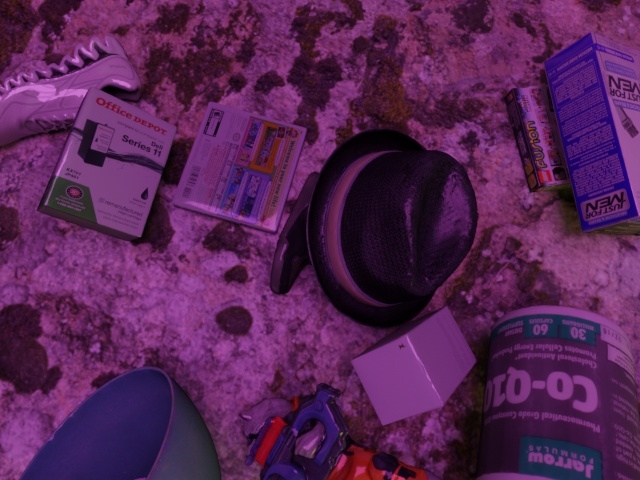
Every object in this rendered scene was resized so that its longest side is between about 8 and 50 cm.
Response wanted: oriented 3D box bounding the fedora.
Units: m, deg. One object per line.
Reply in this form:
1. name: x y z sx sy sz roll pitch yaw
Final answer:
1. fedora: 0.138 -0.025 0.733 0.333 0.152 0.335 3 85 -30

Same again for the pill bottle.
1. pill bottle: 0.324 0.290 0.641 0.204 0.204 0.361 20 54 1

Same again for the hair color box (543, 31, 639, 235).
1. hair color box: 0.537 -0.184 0.847 0.185 0.110 0.340 1 77 -29

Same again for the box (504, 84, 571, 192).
1. box: 0.443 -0.202 0.910 0.113 0.036 0.207 -7 77 -6

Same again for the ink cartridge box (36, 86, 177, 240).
1. ink cartridge box: -0.348 -0.122 0.777 0.152 0.086 0.209 22 73 -32

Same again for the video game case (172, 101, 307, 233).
1. video game case: -0.144 -0.136 0.859 0.193 0.023 0.213 15 75 0

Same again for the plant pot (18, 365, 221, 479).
1. plant pot: -0.246 0.349 0.628 0.290 0.290 0.195 -45 119 -13

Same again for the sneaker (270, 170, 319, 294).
1. sneaker: 0.000 0.000 0.803 0.130 0.087 0.228 22 70 8

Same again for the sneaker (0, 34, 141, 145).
1. sneaker: -0.457 -0.243 0.825 0.292 0.110 0.118 -35 90 -11

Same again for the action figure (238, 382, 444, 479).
1. action figure: 0.001 0.377 0.707 0.330 0.178 0.341 38 104 12

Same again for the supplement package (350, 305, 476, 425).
1. supplement package: 0.147 0.184 0.712 0.105 0.179 0.105 -32 78 31
